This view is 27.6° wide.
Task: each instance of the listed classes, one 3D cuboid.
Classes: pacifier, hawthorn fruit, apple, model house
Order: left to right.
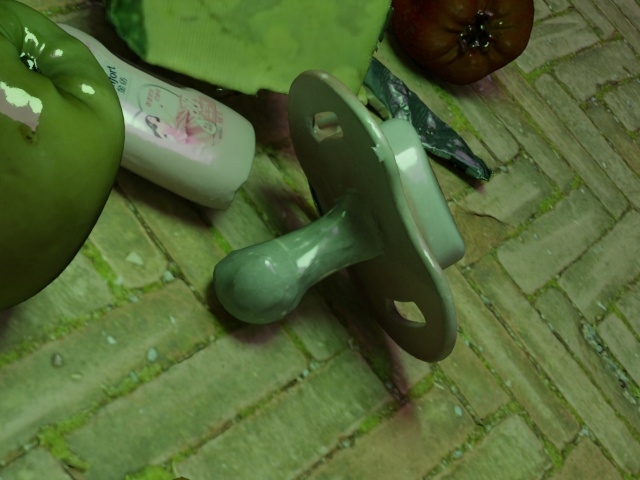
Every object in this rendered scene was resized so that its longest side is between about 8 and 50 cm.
[{"bbox_3d":[-0.294,-0.077,1.077,0.262,0.262,0.262,26,40,-24],"label":"apple"},{"bbox_3d":[-0.092,-0.319,1.475,0.321,0.261,0.266,12,18,-25],"label":"model house"},{"bbox_3d":[0.031,-0.013,1.348,0.273,0.220,0.332,-38,107,-53],"label":"pacifier"},{"bbox_3d":[0.194,-0.352,1.874,0.207,0.207,0.243,24,28,-26],"label":"hawthorn fruit"}]

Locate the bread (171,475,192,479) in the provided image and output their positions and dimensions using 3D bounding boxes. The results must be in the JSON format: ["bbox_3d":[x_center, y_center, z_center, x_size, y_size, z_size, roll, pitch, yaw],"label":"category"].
[{"bbox_3d":[-0.106,0.242,1.111,0.083,0.046,0.081,44,33,1],"label":"bread"}]

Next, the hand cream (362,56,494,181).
[{"bbox_3d":[0.133,-0.166,1.737,0.248,0.052,0.075,35,38,-13],"label":"hand cream"}]

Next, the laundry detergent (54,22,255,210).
[{"bbox_3d":[-0.227,-0.151,1.343,0.335,0.088,0.159,28,29,-21],"label":"laundry detergent"}]
